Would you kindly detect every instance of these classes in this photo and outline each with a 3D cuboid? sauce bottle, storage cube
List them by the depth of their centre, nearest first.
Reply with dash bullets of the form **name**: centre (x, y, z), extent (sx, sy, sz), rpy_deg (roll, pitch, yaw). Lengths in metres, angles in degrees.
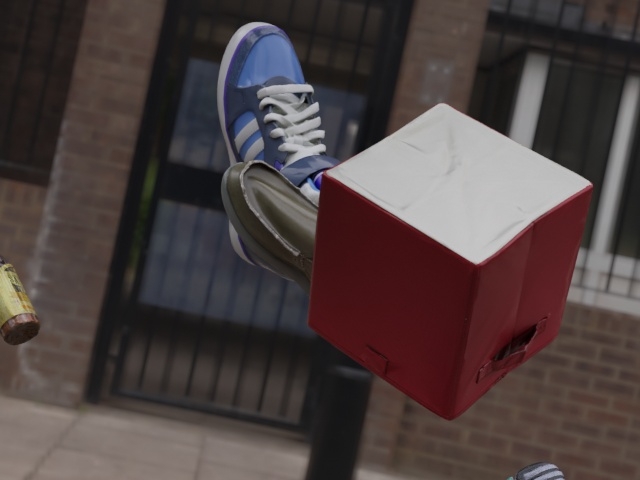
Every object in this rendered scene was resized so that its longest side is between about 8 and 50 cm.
- **storage cube**: centre (0.117, 0.015, 1.341), extent (0.215, 0.193, 0.183), rpy_deg (34, 47, 29)
- **sauce bottle**: centre (-0.319, 0.044, 1.404), extent (0.042, 0.042, 0.128), rpy_deg (12, 40, -54)

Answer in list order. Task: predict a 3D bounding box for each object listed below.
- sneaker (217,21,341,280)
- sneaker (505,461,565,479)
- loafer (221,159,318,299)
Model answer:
- **sneaker**: centre (-0.016, -0.108, 1.733), extent (0.130, 0.323, 0.236), rpy_deg (-4, 8, -35)
- **sneaker**: centre (0.243, 0.392, 1.959), extent (0.223, 0.083, 0.098), rpy_deg (-21, -46, 3)
- **loafer**: centre (0.000, 0.000, 1.507), extent (0.251, 0.087, 0.094), rpy_deg (45, 43, 2)
